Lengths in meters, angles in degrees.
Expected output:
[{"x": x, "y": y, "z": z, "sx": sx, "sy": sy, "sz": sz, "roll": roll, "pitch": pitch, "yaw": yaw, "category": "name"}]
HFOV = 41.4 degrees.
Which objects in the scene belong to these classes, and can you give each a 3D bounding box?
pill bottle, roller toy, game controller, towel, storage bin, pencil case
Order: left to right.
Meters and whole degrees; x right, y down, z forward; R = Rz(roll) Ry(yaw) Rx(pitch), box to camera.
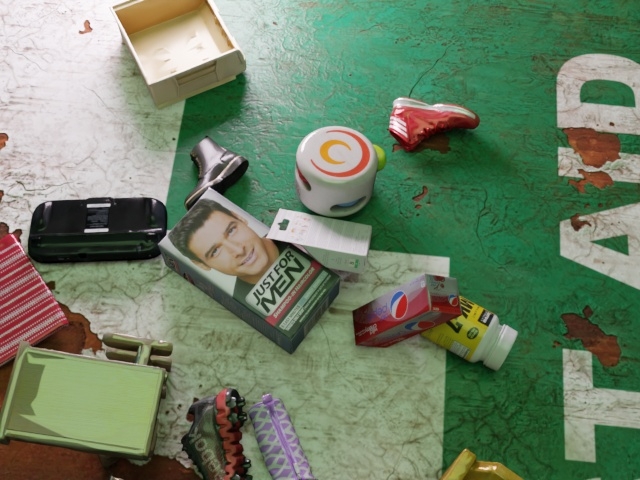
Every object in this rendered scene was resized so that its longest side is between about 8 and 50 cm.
[{"x": -0.716, "y": 0.135, "z": 1.908, "sx": 0.199, "sy": 0.031, "sz": 0.275, "roll": -33, "pitch": 71, "yaw": -12, "category": "towel"}, {"x": -0.520, "y": -0.028, "z": 1.984, "sx": 0.319, "sy": 0.067, "sz": 0.166, "roll": -2, "pitch": 51, "yaw": -3, "category": "game controller"}, {"x": -0.358, "y": -0.508, "z": 2.162, "sx": 0.260, "sy": 0.123, "sz": 0.262, "roll": -25, "pitch": 68, "yaw": -12, "category": "storage bin"}, {"x": -0.082, "y": 0.430, "z": 1.764, "sx": 0.086, "sy": 0.088, "sz": 0.206, "roll": -22, "pitch": 67, "yaw": -13, "category": "pencil case"}, {"x": 0.033, "y": -0.159, "z": 2.002, "sx": 0.209, "sy": 0.146, "sz": 0.191, "roll": 22, "pitch": 56, "yaw": 10, "category": "roller toy"}, {"x": 0.318, "y": 0.194, "z": 1.865, "sx": 0.209, "sy": 0.119, "sz": 0.119, "roll": 28, "pitch": 68, "yaw": 10, "category": "pill bottle"}]

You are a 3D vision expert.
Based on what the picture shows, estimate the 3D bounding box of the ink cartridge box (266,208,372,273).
[{"x": 0.000, "y": 0.000, "z": 1.924, "sx": 0.225, "sy": 0.056, "sz": 0.181, "roll": 9, "pitch": 24, "yaw": 4, "category": "ink cartridge box"}]

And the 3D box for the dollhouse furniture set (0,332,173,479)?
[{"x": -0.440, "y": 0.346, "z": 1.618, "sx": 0.257, "sy": 0.394, "sz": 0.362, "roll": 11, "pitch": 66, "yaw": -7, "category": "dollhouse furniture set"}]

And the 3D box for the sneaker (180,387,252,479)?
[{"x": -0.218, "y": 0.449, "z": 1.750, "sx": 0.135, "sy": 0.097, "sz": 0.276, "roll": -10, "pitch": 75, "yaw": 12, "category": "sneaker"}]

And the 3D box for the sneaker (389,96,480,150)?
[{"x": 0.276, "y": -0.272, "z": 2.106, "sx": 0.221, "sy": 0.087, "sz": 0.128, "roll": 11, "pitch": 74, "yaw": 17, "category": "sneaker"}]

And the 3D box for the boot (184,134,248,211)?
[{"x": -0.288, "y": -0.160, "z": 2.041, "sx": 0.137, "sy": 0.077, "sz": 0.198, "roll": 35, "pitch": 56, "yaw": 18, "category": "boot"}]

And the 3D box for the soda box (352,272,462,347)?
[{"x": 0.177, "y": 0.154, "z": 1.798, "sx": 0.092, "sy": 0.263, "sz": 0.083, "roll": 9, "pitch": 64, "yaw": -31, "category": "soda box"}]

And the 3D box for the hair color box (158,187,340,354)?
[{"x": -0.160, "y": 0.066, "z": 1.913, "sx": 0.374, "sy": 0.113, "sz": 0.185, "roll": 34, "pitch": 69, "yaw": 14, "category": "hair color box"}]

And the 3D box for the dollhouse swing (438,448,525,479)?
[{"x": 0.301, "y": 0.652, "z": 1.577, "sx": 0.347, "sy": 0.315, "sz": 0.305, "roll": 35, "pitch": 49, "yaw": 13, "category": "dollhouse swing"}]
